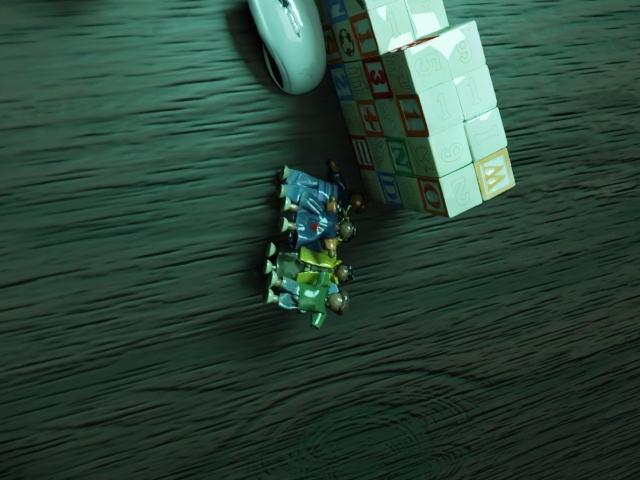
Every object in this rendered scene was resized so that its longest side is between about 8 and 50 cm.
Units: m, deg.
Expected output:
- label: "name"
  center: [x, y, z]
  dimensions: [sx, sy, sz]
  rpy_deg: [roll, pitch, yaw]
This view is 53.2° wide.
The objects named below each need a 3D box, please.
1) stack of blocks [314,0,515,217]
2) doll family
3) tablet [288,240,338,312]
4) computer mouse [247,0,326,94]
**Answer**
- label: "stack of blocks"
  center: [0.084, -0.184, 0.673]
  dimensions: [0.087, 0.171, 0.297]
  rpy_deg: [-25, 109, -18]
- label: "doll family"
  center: [0.000, 0.000, 0.717]
  dimensions: [0.112, 0.076, 0.192]
  rpy_deg: [12, 88, -18]
- label: "tablet"
  center: [-0.015, 0.039, 0.761]
  dimensions: [0.054, 0.006, 0.083]
  rpy_deg: [-27, 109, -17]
- label: "computer mouse"
  center: [-0.035, -0.238, 0.656]
  dimensions: [0.106, 0.042, 0.193]
  rpy_deg: [-29, 123, -10]
